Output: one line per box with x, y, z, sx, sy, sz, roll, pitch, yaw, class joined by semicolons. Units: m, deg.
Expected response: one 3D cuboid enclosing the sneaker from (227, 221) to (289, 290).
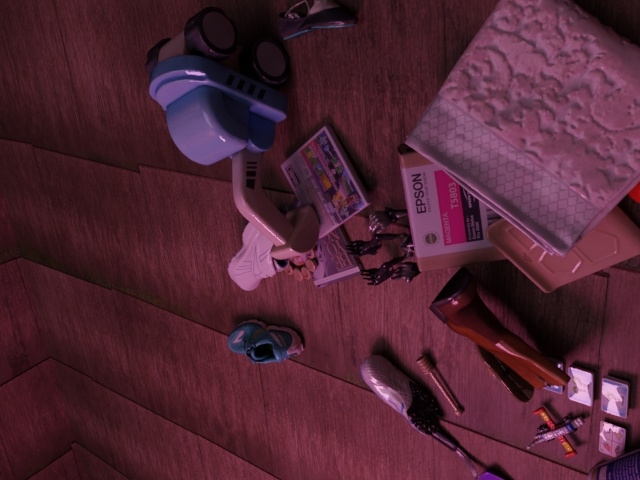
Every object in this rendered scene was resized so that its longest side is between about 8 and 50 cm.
-0.149;0.051;1.742;0.129;0.111;0.297;44;144;15;sneaker

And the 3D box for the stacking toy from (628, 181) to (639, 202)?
0.430;-0.170;1.106;0.330;0.141;0.141;41;134;12;stacking toy

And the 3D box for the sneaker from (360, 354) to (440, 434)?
0.192;0.370;1.647;0.237;0.085;0.086;45;160;12;sneaker

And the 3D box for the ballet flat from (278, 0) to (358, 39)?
-0.012;-0.457;1.394;0.203;0.074;0.074;5;114;43;ballet flat

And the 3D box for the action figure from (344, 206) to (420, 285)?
0.171;0.010;1.424;0.275;0.140;0.164;-33;77;48;action figure

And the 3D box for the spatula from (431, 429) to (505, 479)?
0.334;0.513;1.618;0.296;0.030;0.084;40;133;20;spatula

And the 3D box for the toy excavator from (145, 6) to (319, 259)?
-0.183;-0.210;1.516;0.222;0.432;0.446;-13;67;45;toy excavator

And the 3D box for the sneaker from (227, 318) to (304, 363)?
-0.173;0.287;1.905;0.275;0.110;0.107;-5;108;44;sneaker

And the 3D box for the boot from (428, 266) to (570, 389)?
0.335;0.184;1.280;0.280;0.096;0.264;40;165;12;boot

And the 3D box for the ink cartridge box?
0.257;-0.074;1.273;0.193;0.088;0.235;-10;109;7;ink cartridge box

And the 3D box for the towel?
0.342;-0.183;1.044;0.331;0.053;0.317;38;111;7;towel

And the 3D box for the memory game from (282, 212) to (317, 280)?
-0.074;0.019;1.721;0.186;0.012;0.186;31;135;37;memory game

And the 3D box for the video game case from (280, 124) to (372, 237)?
0.009;-0.131;1.560;0.183;0.023;0.201;-35;79;45;video game case

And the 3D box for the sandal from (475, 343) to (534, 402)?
0.376;0.257;1.428;0.180;0.072;0.049;56;164;1;sandal

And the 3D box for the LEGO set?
0.509;0.366;1.364;0.182;0.060;0.245;15;121;41;LEGO set

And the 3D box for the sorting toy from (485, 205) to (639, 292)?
0.427;-0.009;1.199;0.193;0.038;0.208;39;132;-19;sorting toy

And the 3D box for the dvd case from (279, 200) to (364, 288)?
0.000;0.000;1.661;0.164;0.018;0.221;-22;96;46;dvd case

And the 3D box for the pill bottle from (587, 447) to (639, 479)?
0.625;0.435;1.219;0.153;0.153;0.265;52;133;8;pill bottle

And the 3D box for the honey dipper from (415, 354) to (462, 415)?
0.277;0.337;1.582;0.030;0.030;0.161;-34;90;46;honey dipper
